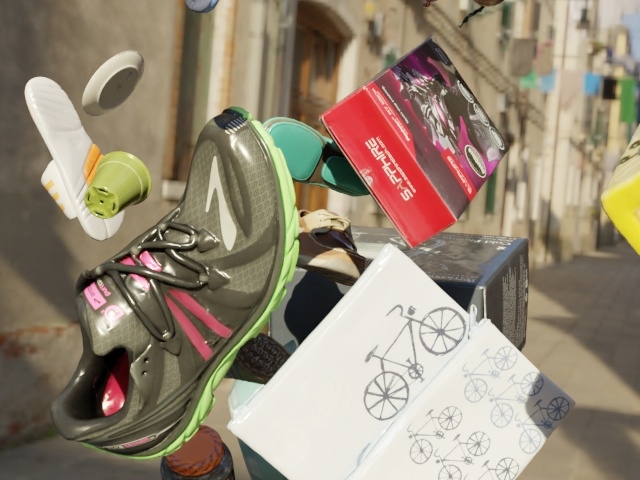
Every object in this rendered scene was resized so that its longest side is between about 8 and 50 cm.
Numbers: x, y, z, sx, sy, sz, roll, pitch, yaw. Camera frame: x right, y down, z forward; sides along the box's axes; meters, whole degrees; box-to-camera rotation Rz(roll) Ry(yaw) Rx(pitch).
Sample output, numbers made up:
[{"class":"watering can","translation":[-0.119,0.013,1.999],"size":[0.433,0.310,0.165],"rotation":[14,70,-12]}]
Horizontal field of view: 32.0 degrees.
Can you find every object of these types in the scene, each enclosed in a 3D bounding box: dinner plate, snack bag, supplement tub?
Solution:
[{"class":"dinner plate","translation":[-0.359,-0.271,1.959],"size":[0.017,0.141,0.141],"rotation":[40,13,16]},{"class":"snack bag","translation":[0.108,0.216,1.394],"size":[0.342,0.323,0.037],"rotation":[44,-8,-12]},{"class":"supplement tub","translation":[-0.194,0.391,1.794],"size":[0.117,0.190,0.117],"rotation":[-2,40,1]}]

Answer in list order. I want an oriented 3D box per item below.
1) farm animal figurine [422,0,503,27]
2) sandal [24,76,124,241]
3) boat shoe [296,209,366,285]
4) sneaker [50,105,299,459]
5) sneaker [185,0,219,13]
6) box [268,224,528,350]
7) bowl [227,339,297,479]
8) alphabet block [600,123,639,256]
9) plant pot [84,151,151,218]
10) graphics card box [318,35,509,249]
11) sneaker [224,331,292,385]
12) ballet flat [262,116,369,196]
[{"class":"farm animal figurine","translation":[0.239,-0.476,1.554],"size":[0.172,0.326,0.330],"rotation":[25,6,23]},{"class":"sandal","translation":[-0.389,-0.120,1.709],"size":[0.076,0.265,0.102],"rotation":[-21,7,36]},{"class":"boat shoe","translation":[0.000,0.000,1.983],"size":[0.123,0.116,0.324],"rotation":[23,-1,-23]},{"class":"sneaker","translation":[-0.180,0.067,1.342],"size":[0.202,0.482,0.185],"rotation":[8,22,-46]},{"class":"sneaker","translation":[-0.100,-0.272,1.134],"size":[0.059,0.144,0.053],"rotation":[34,-54,-25]},{"class":"box","translation":[0.191,0.160,2.527],"size":[0.480,0.297,0.472],"rotation":[4,15,20]},{"class":"bowl","translation":[-0.081,0.367,2.197],"size":[0.163,0.311,0.311],"rotation":[-18,4,-4]},{"class":"alphabet block","translation":[0.389,-0.045,0.971],"size":[0.192,0.193,0.197],"rotation":[-38,5,35]},{"class":"plant pot","translation":[-0.285,-0.069,1.532],"size":[0.083,0.083,0.079],"rotation":[5,28,14]},{"class":"graphics card box","translation":[0.154,-0.160,1.689],"size":[0.094,0.232,0.371],"rotation":[-33,5,28]},{"class":"sneaker","translation":[-0.114,0.170,1.612],"size":[0.192,0.064,0.086],"rotation":[23,-30,19]},{"class":"ballet flat","translation":[-0.019,-0.124,1.650],"size":[0.247,0.083,0.087],"rotation":[20,6,-43]}]
